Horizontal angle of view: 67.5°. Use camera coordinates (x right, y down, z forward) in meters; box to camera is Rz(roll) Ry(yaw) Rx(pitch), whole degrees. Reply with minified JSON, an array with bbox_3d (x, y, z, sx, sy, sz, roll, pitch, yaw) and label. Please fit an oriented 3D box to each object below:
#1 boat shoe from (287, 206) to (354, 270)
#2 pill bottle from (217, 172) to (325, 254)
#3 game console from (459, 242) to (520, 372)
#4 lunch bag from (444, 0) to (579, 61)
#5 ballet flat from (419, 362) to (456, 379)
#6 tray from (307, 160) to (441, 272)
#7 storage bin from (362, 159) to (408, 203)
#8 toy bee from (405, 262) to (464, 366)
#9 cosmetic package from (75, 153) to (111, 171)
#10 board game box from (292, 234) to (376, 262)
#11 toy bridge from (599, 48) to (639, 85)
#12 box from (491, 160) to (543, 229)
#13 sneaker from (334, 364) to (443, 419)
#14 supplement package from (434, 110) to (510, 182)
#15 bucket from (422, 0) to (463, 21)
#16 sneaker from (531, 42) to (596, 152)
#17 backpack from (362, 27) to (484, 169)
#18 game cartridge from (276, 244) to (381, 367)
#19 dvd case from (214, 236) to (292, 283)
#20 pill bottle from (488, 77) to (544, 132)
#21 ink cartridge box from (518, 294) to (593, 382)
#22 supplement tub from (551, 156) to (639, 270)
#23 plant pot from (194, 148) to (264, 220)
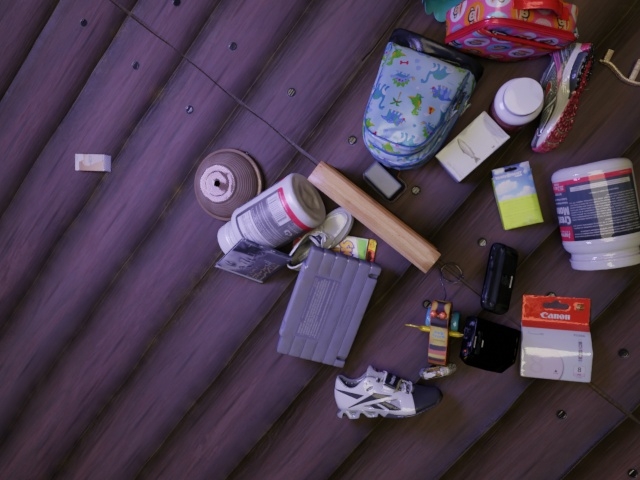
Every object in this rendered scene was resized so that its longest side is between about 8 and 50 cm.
[{"bbox_3d":[0.000,0.000,1.455,0.095,0.084,0.258,43,100,8],"label":"boat shoe"},{"bbox_3d":[-0.157,-0.057,1.459,0.319,0.176,0.176,-28,88,26],"label":"pill bottle"},{"bbox_3d":[0.505,0.190,1.366,0.044,0.213,0.360,2,75,55],"label":"game console"},{"bbox_3d":[0.494,-0.551,1.216,0.294,0.258,0.120,1,95,-21],"label":"lunch bag"},{"bbox_3d":[0.359,0.403,1.462,0.115,0.041,0.041,-15,91,13],"label":"ballet flat"},{"bbox_3d":[0.162,-0.073,1.387,0.411,0.203,0.076,38,99,7],"label":"tray"},{"bbox_3d":[0.194,-0.182,1.431,0.135,0.091,0.098,46,101,5],"label":"storage bin"},{"bbox_3d":[0.338,0.234,1.390,0.196,0.162,0.297,-16,88,24],"label":"toy bee"},{"bbox_3d":[-0.788,-0.269,1.662,0.115,0.041,0.060,2,94,12],"label":"cosmetic package"},{"bbox_3d":[0.039,0.038,1.510,0.260,0.039,0.124,9,95,9],"label":"board game box"},{"bbox_3d":[0.853,-0.459,1.301,0.188,0.026,0.063,23,99,10],"label":"toy bridge"},{"bbox_3d":[0.562,-0.128,1.379,0.109,0.042,0.178,-14,91,12],"label":"box"},{"bbox_3d":[0.198,0.453,1.457,0.331,0.122,0.146,-9,94,12],"label":"sneaker"},{"bbox_3d":[0.428,-0.262,1.367,0.179,0.105,0.105,-43,85,12],"label":"supplement package"},{"bbox_3d":[0.408,-0.718,1.262,0.282,0.281,0.182,5,90,12],"label":"bucket"},{"bbox_3d":[0.648,-0.387,1.318,0.112,0.121,0.298,25,101,39],"label":"sneaker"},{"bbox_3d":[0.254,-0.373,1.335,0.290,0.273,0.355,27,107,6],"label":"backpack"},{"bbox_3d":[0.018,0.204,1.461,0.230,0.068,0.354,18,105,-7],"label":"game cartridge"},{"bbox_3d":[-0.208,0.067,1.463,0.165,0.221,0.018,23,57,-23],"label":"dvd case"},{"bbox_3d":[0.523,-0.362,1.282,0.121,0.216,0.121,1,94,13],"label":"pill bottle"},{"bbox_3d":[0.676,0.282,1.378,0.189,0.066,0.232,3,99,12],"label":"ink cartridge box"},{"bbox_3d":[0.735,-0.070,1.269,0.191,0.191,0.271,-10,91,13],"label":"supplement tub"},{"bbox_3d":[-0.307,-0.178,1.531,0.238,0.110,0.237,1,95,12],"label":"plant pot"}]
